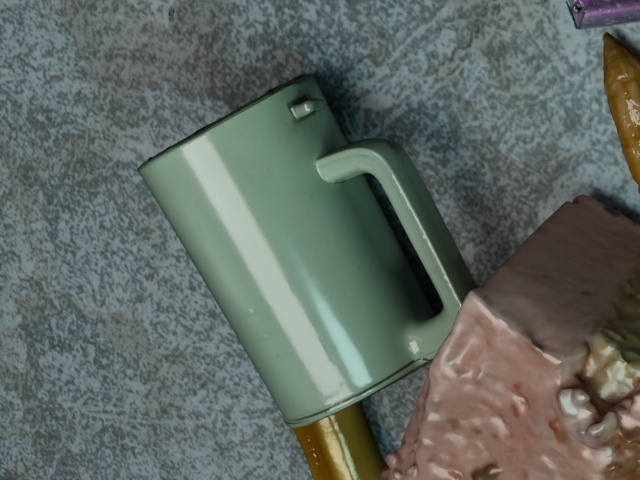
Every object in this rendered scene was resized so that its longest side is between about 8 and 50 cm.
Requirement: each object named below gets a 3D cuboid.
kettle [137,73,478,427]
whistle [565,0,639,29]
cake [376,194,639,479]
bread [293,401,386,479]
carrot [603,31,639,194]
[{"bbox_3d":[0.000,-0.001,1.888,0.265,0.205,0.318,-27,95,12],"label":"kettle"},{"bbox_3d":[0.295,-0.210,1.628,0.176,0.033,0.033,-2,111,41],"label":"whistle"},{"bbox_3d":[0.255,0.169,1.688,0.307,0.293,0.314,37,125,15],"label":"cake"},{"bbox_3d":[0.033,0.251,2.066,0.092,0.074,0.239,-6,108,58],"label":"bread"},{"bbox_3d":[0.302,-0.096,1.667,0.072,0.072,0.205,-23,90,45],"label":"carrot"}]
